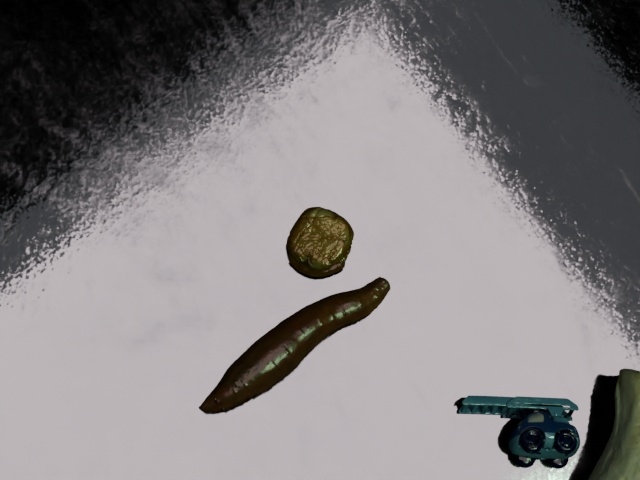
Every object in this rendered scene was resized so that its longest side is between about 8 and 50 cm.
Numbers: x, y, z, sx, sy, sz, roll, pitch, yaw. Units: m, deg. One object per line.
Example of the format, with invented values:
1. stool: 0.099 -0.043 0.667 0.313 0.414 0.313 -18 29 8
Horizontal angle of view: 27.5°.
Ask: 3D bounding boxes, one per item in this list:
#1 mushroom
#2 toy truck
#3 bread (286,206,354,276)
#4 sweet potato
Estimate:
1. mushroom: 0.325 0.310 1.479 0.123 0.095 0.351 27 81 4
2. toy truck: 0.230 0.219 1.507 0.136 0.063 0.074 3 58 -5
3. bread: 0.000 0.000 1.537 0.081 0.046 0.083 -8 83 1
4. sweet potato: -0.032 0.117 1.512 0.265 0.057 0.057 -37 84 -10
